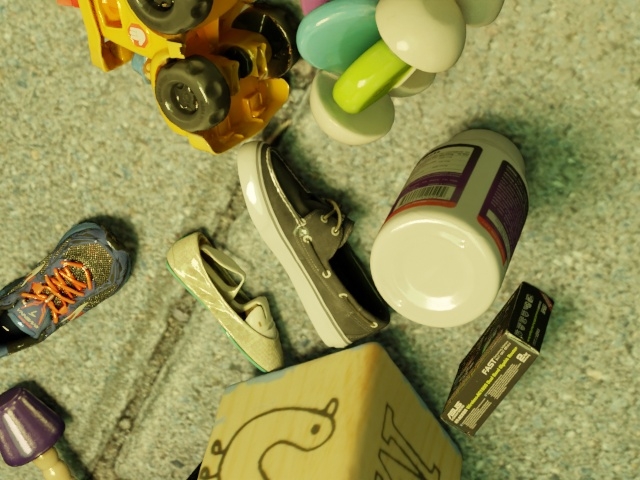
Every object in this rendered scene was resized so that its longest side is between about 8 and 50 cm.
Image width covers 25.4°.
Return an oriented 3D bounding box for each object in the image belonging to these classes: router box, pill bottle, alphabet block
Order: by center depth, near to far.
[{"bbox_3d":[0.117,-0.019,1.198,0.108,0.193,0.108,9,121,15],"label":"pill bottle"},{"bbox_3d":[0.164,0.110,1.316,0.038,0.092,0.122,32,124,0],"label":"router box"},{"bbox_3d":[0.009,0.248,1.363,0.192,0.197,0.193,-21,124,27],"label":"alphabet block"}]

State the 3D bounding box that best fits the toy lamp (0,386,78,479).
[{"bbox_3d":[-0.277,0.282,1.579,0.080,0.080,0.274,-19,111,27],"label":"toy lamp"}]

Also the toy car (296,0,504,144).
[{"bbox_3d":[0.048,-0.179,1.144,0.136,0.182,0.159,43,138,-3],"label":"toy car"}]

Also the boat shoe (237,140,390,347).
[{"bbox_3d":[0.000,0.000,1.322,0.076,0.080,0.228,-17,113,20],"label":"boat shoe"}]

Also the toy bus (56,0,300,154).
[{"bbox_3d":[-0.143,-0.201,1.227,0.211,0.149,0.220,9,124,29],"label":"toy bus"}]

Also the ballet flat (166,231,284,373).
[{"bbox_3d":[-0.083,0.061,1.399,0.052,0.057,0.168,-39,101,22],"label":"ballet flat"}]

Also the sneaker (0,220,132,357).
[{"bbox_3d":[-0.273,0.061,1.444,0.083,0.087,0.221,45,123,-10],"label":"sneaker"}]

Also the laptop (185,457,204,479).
[{"bbox_3d":[-0.220,0.489,1.491,0.408,0.236,0.382,-21,111,2],"label":"laptop"}]
